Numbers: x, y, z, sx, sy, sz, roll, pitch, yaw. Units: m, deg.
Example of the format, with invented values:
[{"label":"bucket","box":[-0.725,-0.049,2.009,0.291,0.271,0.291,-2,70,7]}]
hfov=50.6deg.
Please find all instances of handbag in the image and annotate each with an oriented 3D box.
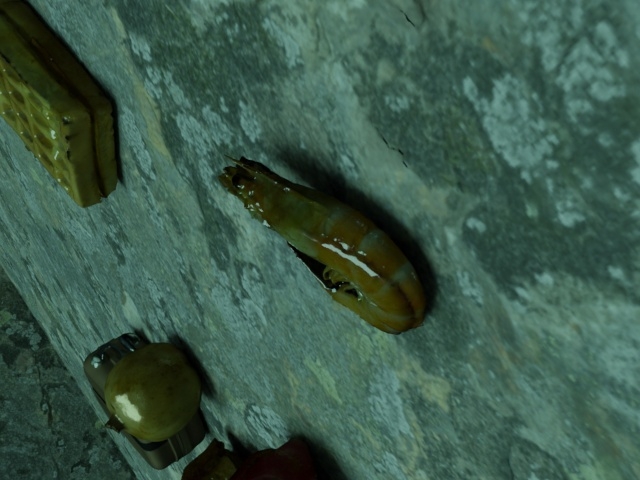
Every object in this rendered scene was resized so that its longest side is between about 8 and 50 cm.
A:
[{"label":"handbag","box":[-0.401,0.325,1.493,0.302,0.149,0.283,32,140,42]}]

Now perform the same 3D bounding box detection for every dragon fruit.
[{"label":"dragon fruit","box":[-0.066,0.425,1.015,0.200,0.198,0.269,-88,0,-48]}]

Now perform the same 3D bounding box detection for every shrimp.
[{"label":"shrimp","box":[0.000,0.000,0.639,0.249,0.068,0.150,43,154,17]}]

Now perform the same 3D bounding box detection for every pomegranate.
[{"label":"pomegranate","box":[-0.325,0.297,1.288,0.196,0.196,0.196,38,145,32]}]

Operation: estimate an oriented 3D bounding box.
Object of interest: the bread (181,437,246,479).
[{"label":"bread","box":[-0.169,0.517,1.326,0.246,0.135,0.232,63,164,-14]}]

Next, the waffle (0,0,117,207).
[{"label":"waffle","box":[-0.439,-0.225,1.071,0.328,0.098,0.224,44,150,19]}]
